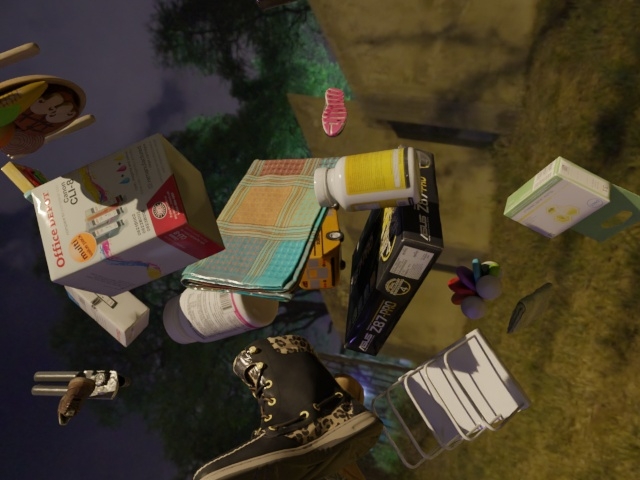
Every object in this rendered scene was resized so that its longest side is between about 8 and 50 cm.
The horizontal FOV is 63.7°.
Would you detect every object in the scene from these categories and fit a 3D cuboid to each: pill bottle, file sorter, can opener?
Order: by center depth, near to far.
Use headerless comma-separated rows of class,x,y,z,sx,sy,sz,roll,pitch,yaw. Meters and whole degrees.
pill bottle,0.086,-0.107,0.935,0.103,0.184,0.103,-5,-90,-75
file sorter,0.277,0.365,1.161,0.173,0.193,0.278,-14,-25,-46
pill bottle,-0.264,0.175,1.341,0.160,0.283,0.160,37,-137,-45
can opener,-0.671,0.405,1.452,0.095,0.283,0.076,38,-130,-65

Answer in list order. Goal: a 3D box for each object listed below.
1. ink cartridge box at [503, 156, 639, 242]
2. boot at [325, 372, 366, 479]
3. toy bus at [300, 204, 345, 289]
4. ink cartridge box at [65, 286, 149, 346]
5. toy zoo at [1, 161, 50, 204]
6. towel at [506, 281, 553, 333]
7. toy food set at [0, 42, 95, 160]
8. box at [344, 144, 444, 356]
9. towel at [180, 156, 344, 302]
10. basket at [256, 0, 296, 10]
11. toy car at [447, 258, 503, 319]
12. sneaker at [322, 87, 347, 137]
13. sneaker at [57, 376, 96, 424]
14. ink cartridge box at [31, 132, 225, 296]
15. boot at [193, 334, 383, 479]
ink cartridge box,0.521,-0.058,1.037,0.056,0.235,0.171,-66,5,-29
boot,0.087,0.553,1.462,0.236,0.089,0.269,56,-144,-34
toy bus,0.000,0.000,1.462,0.333,0.130,0.108,-95,0,-59
ink cartridge box,-0.529,0.156,1.283,0.086,0.203,0.148,-49,-2,-31
toy zoo,-0.714,-0.116,1.343,0.030,0.192,0.293,-44,12,-9
towel,0.501,0.165,1.230,0.110,0.027,0.148,-28,-36,-17
toy food set,-0.314,-0.127,0.554,0.038,0.132,0.192,61,171,5
box,0.160,0.029,1.199,0.395,0.097,0.318,110,174,-45
towel,-0.113,-0.044,1.095,0.040,0.271,0.370,62,-139,-44
basket,-0.090,-0.773,1.493,0.204,0.227,0.154,48,-155,-71
toy car,0.459,0.132,1.547,0.182,0.136,0.159,-62,-7,29
sneaker,0.036,-0.310,1.310,0.075,0.063,0.170,91,180,-51
sneaker,-0.637,0.422,1.346,0.188,0.066,0.071,-47,37,39
ink cartridge box,-0.237,-0.024,0.649,0.127,0.176,0.128,53,-165,-72
boot,-0.099,0.336,1.007,0.377,0.284,0.138,-12,-51,-30
